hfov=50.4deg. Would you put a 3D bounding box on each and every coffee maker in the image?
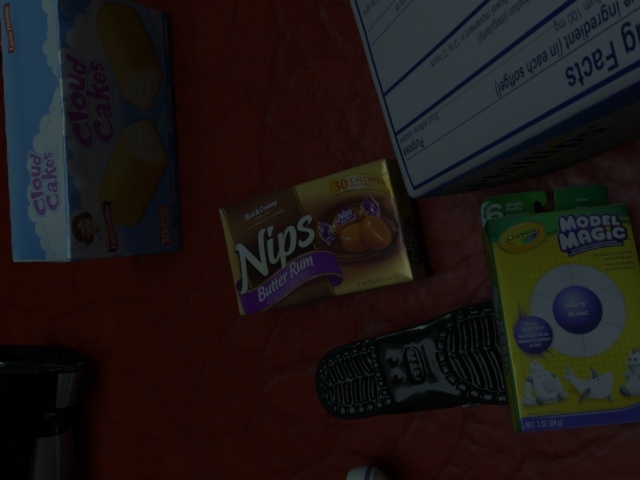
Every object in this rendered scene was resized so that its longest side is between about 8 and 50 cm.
[{"bbox_3d":[-0.366,0.218,0.789,0.120,0.171,0.178,10,97,46],"label":"coffee maker"}]

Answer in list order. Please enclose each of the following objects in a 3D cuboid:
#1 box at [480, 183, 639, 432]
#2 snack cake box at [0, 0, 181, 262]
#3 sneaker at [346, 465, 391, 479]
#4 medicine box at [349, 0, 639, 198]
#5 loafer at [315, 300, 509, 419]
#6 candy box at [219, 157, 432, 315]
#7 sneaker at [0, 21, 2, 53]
[{"bbox_3d":[0.181,0.044,0.500,0.105,0.043,0.179,-7,74,4],"label":"box"},{"bbox_3d":[-0.233,-0.113,0.703,0.089,0.152,0.264,-1,92,30],"label":"snack cake box"},{"bbox_3d":[0.120,0.319,0.571,0.161,0.102,0.282,-19,75,7],"label":"sneaker"},{"bbox_3d":[0.134,-0.201,0.417,0.263,0.149,0.289,151,104,-68],"label":"medicine box"},{"bbox_3d":[0.108,0.100,0.566,0.220,0.078,0.080,-9,76,14],"label":"loafer"},{"bbox_3d":[0.000,0.000,0.632,0.187,0.053,0.109,-13,86,29],"label":"candy box"},{"bbox_3d":[-0.348,-0.279,0.809,0.279,0.107,0.118,-6,108,33],"label":"sneaker"}]
